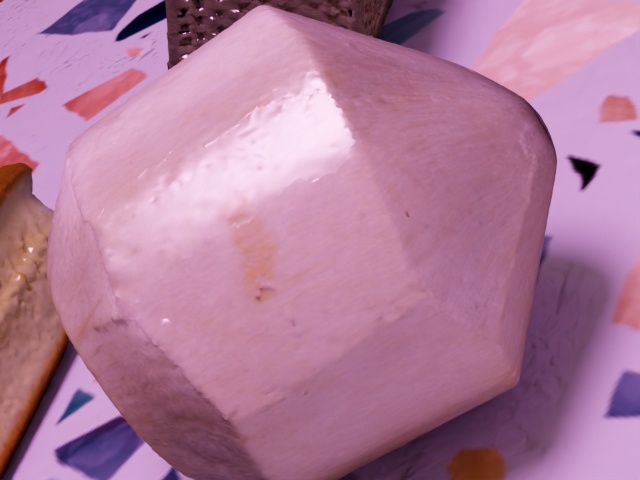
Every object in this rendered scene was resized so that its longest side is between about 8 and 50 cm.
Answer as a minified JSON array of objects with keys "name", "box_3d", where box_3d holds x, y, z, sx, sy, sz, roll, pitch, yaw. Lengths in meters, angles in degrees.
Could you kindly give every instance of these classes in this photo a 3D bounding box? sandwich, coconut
[{"name":"sandwich","box_3d":[-0.223,0.068,0.826,0.128,0.122,0.235,-7,37,27]},{"name":"coconut","box_3d":[0.000,0.000,0.659,0.222,0.202,0.202,-33,32,0]}]

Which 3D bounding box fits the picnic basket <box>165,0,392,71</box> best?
[{"name":"picnic basket","box_3d":[-0.013,-0.189,0.970,0.134,0.154,0.196,8,42,10]}]
